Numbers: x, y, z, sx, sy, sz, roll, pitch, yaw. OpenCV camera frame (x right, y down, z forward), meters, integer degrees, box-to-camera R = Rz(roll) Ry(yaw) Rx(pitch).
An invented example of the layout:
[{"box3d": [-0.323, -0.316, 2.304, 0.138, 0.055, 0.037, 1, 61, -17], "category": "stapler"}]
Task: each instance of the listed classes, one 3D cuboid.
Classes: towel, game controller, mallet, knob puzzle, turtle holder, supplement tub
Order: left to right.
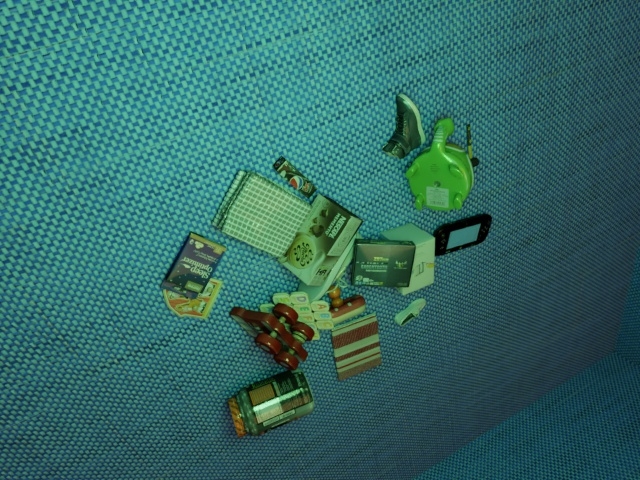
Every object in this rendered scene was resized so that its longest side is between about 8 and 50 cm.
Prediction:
[{"box3d": [-0.472, 0.202, 1.454, 0.213, 0.030, 0.213, -11, 119, -21], "category": "knob puzzle"}, {"box3d": [-0.196, -0.088, 1.385, 0.284, 0.121, 0.235, 26, 101, -33], "category": "towel"}, {"box3d": [-0.213, 0.699, 1.727, 0.338, 0.207, 0.207, -16, 121, -17], "category": "supplement tub"}, {"box3d": [0.173, 0.511, 1.925, 0.237, 0.037, 0.328, -17, 119, -15], "category": "towel"}, {"box3d": [0.461, -0.284, 1.556, 0.320, 0.243, 0.227, 53, 48, -15], "category": "turtle holder"}, {"box3d": [0.658, -0.026, 1.867, 0.319, 0.067, 0.166, -14, 120, -18], "category": "game controller"}, {"box3d": [0.620, -0.390, 1.685, 0.062, 0.039, 0.189, -29, 119, -8], "category": "mallet"}]

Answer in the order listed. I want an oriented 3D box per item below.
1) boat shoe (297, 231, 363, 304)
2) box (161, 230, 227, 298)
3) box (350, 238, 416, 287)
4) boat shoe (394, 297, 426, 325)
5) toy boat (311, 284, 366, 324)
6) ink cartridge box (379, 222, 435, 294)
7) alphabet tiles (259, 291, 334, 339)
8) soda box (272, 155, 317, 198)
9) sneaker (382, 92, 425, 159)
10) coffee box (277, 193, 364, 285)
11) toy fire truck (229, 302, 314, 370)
[{"box3d": [0.055, 0.119, 1.622, 0.156, 0.136, 0.367, 29, 93, -44], "category": "boat shoe"}, {"box3d": [-0.439, 0.095, 1.392, 0.136, 0.036, 0.225, 27, 95, -31], "category": "box"}, {"box3d": [0.239, 0.089, 1.553, 0.233, 0.059, 0.183, 3, 112, -5], "category": "box"}, {"box3d": [0.448, 0.353, 1.959, 0.184, 0.063, 0.066, -29, 124, -9], "category": "boat shoe"}, {"box3d": [0.069, 0.262, 1.702, 0.231, 0.151, 0.151, -20, 92, -17], "category": "toy boat"}, {"box3d": [0.371, 0.077, 1.715, 0.168, 0.171, 0.232, -18, 122, -17], "category": "ink cartridge box"}, {"box3d": [-0.094, 0.309, 1.604, 0.278, 0.021, 0.284, -5, 129, 11], "category": "alphabet tiles"}, {"box3d": [-0.088, -0.220, 1.406, 0.053, 0.060, 0.169, -48, 125, 4], "category": "soda box"}, {"box3d": [0.291, -0.407, 1.480, 0.163, 0.086, 0.226, -38, 126, -7], "category": "sneaker"}, {"box3d": [0.000, 0.000, 1.479, 0.297, 0.168, 0.119, -57, 154, 9], "category": "coffee box"}, {"box3d": [-0.188, 0.366, 1.563, 0.302, 0.254, 0.169, 55, 53, -36], "category": "toy fire truck"}]
